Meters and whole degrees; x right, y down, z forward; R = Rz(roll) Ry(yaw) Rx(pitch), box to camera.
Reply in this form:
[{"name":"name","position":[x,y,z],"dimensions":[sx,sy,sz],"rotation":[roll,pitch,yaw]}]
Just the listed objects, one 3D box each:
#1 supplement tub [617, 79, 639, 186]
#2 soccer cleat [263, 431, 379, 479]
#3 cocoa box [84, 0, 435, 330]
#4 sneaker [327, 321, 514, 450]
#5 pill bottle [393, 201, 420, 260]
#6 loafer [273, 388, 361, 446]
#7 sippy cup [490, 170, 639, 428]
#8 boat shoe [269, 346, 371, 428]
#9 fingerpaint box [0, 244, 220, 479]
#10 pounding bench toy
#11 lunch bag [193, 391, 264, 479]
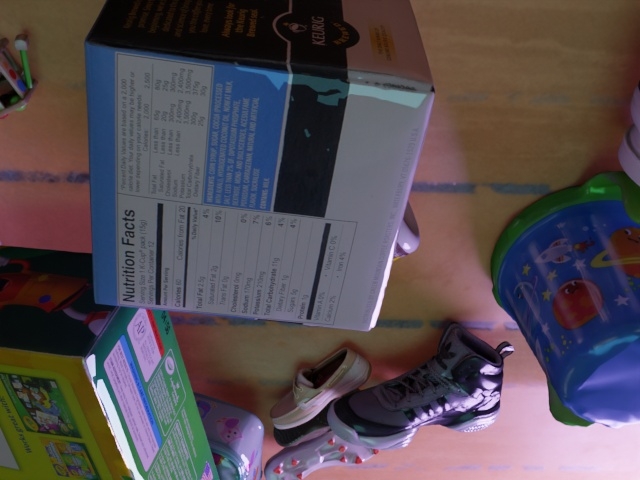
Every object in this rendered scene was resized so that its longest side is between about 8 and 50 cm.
[{"name":"supplement tub","position":[0.427,-0.171,0.758],"dimensions":[0.191,0.191,0.272],"rotation":[8,126,-8]},{"name":"soccer cleat","position":[0.004,0.322,1.202],"dimensions":[0.196,0.076,0.068],"rotation":[-19,99,-10]},{"name":"cocoa box","position":[-0.055,-0.126,0.677],"dimensions":[0.227,0.347,0.232],"rotation":[6,127,-6]},{"name":"sneaker","position":[0.142,0.192,1.066],"dimensions":[0.268,0.101,0.153],"rotation":[-2,124,-23]},{"name":"pill bottle","position":[0.000,0.000,0.918],"dimensions":[0.214,0.117,0.117],"rotation":[-25,124,17]},{"name":"loafer","position":[0.000,0.260,1.158],"dimensions":[0.147,0.056,0.050],"rotation":[-25,161,8]},{"name":"sippy cup","position":[0.340,0.089,0.931],"dimensions":[0.240,0.224,0.305],"rotation":[-27,124,18]},{"name":"boat shoe","position":[-0.011,0.206,1.113],"dimensions":[0.170,0.063,0.059],"rotation":[-35,118,11]},{"name":"fingerpaint box","position":[-0.343,0.221,0.939],"dimensions":[0.370,0.163,0.445],"rotation":[4,128,16]},{"name":"pounding bench toy","position":[-0.326,-0.171,0.818],"dimensions":[0.083,0.052,0.065],"rotation":[-21,125,13]},{"name":"lunch bag","position":[-0.204,0.350,1.157],"dimensions":[0.223,0.108,0.279],"rotation":[14,125,9]}]
